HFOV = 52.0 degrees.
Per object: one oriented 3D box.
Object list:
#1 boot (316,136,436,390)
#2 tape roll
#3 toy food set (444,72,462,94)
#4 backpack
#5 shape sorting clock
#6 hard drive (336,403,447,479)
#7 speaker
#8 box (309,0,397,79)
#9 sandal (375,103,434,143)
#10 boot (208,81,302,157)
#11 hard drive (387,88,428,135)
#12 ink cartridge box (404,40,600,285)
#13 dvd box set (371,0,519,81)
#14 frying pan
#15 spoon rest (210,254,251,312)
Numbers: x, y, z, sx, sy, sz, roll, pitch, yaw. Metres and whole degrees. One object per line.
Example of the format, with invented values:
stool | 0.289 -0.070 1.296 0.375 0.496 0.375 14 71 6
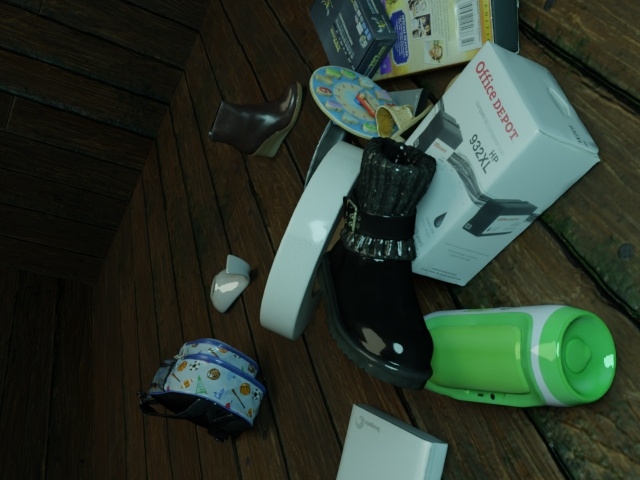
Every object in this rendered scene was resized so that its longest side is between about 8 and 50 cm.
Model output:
boot | 0.103 0.015 0.941 0.260 0.131 0.348 -65 28 23
tape roll | 0.000 0.000 1.248 0.392 0.072 0.392 23 -90 -82
toy food set | 0.254 -0.266 1.200 0.083 0.020 0.083 34 106 60
backpack | -0.260 0.365 1.595 0.263 0.276 0.213 -14 51 55
shape sorting clock | 0.073 -0.272 1.282 0.040 0.206 0.206 -50 36 38
hard drive | 0.089 0.478 1.097 0.233 0.047 0.353 6 81 61
speaker | 0.242 0.156 0.899 0.296 0.131 0.131 -14 64 58
box | 0.063 -0.459 1.391 0.233 0.059 0.183 70 154 17
sandal | 0.132 -0.214 1.197 0.240 0.079 0.088 -50 -1 -44
boot | -0.180 -0.355 1.832 0.248 0.206 0.090 -62 31 22
hard drive | 0.166 -0.262 1.355 0.135 0.022 0.094 17 91 62
ink cartridge box | 0.243 -0.114 1.026 0.307 0.129 0.223 -52 35 37
dvd box set | 0.199 -0.477 1.246 0.420 0.062 0.308 11 110 62
frying pan | 0.018 -0.151 1.386 0.326 0.053 0.197 92 -157 -69
spoon rest | -0.259 0.123 1.895 0.276 0.084 0.137 130 147 -61
